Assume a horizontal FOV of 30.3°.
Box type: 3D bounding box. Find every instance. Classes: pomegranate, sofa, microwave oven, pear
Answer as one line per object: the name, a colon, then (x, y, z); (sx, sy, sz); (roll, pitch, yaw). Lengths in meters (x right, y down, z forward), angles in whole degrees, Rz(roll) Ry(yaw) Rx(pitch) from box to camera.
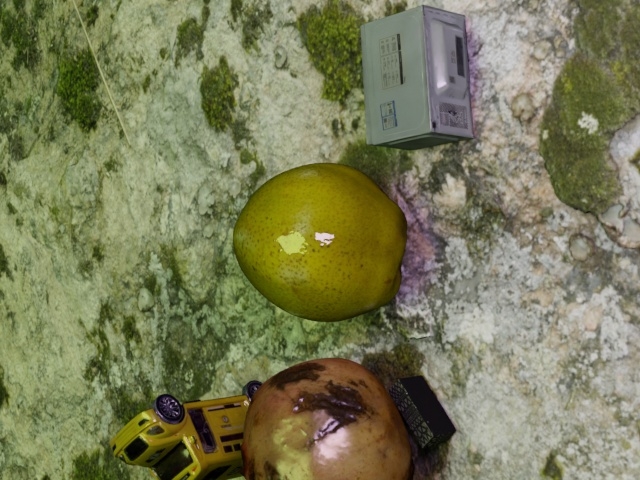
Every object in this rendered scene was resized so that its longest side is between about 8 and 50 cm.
pomegranate: (0.006, 0.354, 1.949); (0.322, 0.322, 0.322); (-3, 86, 44)
sofa: (0.168, 0.281, 1.948); (0.118, 0.060, 0.039); (58, 132, 28)
microwave oven: (0.161, -0.261, 1.936); (0.162, 0.122, 0.208); (-8, 83, 44)
pear: (0.000, 0.000, 1.969); (0.294, 0.294, 0.294); (-3, 86, 44)

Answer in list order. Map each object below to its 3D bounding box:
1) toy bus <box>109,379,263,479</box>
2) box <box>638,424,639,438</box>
toy bus: (-0.205, 0.358, 2.121); (0.145, 0.331, 0.151); (-43, 64, 35)
box: (0.478, 0.300, 1.643); (0.045, 0.062, 0.098); (-15, 79, 44)
